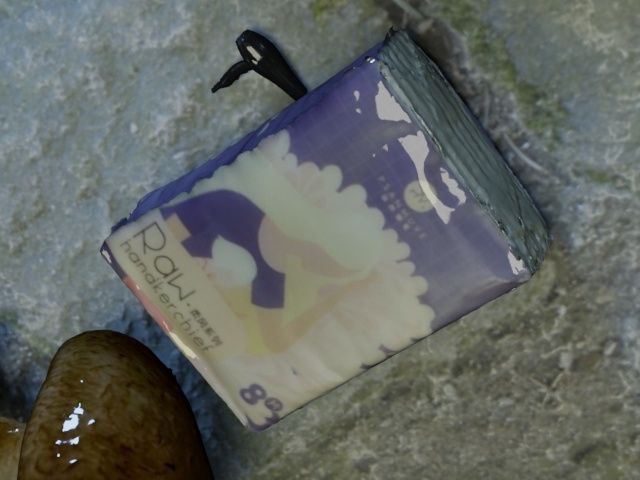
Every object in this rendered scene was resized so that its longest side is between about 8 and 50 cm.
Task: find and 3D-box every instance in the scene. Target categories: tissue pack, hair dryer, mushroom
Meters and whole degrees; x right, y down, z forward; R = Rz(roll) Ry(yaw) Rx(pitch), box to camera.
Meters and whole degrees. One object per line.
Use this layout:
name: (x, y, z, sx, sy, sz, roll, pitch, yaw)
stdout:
tissue pack: (0.000, 0.000, 1.488, 0.344, 0.125, 0.242, -32, 103, 28)
hair dryer: (-0.062, -0.146, 1.502, 0.083, 0.031, 0.079, -28, 113, 41)
mushroom: (-0.262, 0.229, 1.585, 0.356, 0.334, 0.331, 30, 120, -9)
